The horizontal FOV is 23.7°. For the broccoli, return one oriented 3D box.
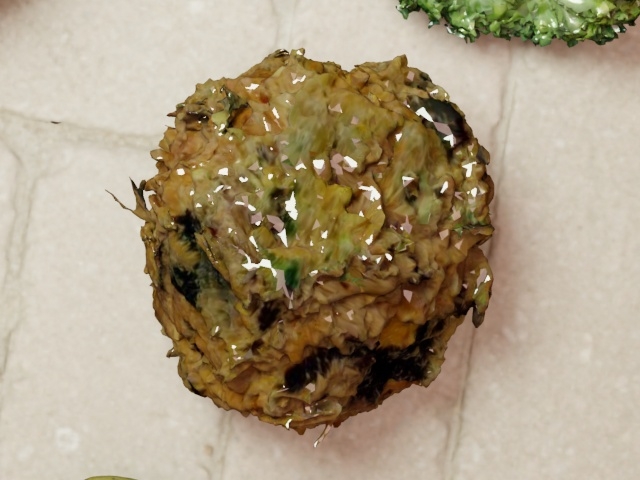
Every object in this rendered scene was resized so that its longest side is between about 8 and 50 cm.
[{"bbox_3d":[0.132,-0.220,1.033,0.219,0.194,0.194,40,90,3],"label":"broccoli"}]

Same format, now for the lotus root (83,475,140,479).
[{"bbox_3d":[-0.090,0.271,1.066,0.278,0.154,0.154,33,90,-8],"label":"lotus root"}]

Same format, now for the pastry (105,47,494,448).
[{"bbox_3d":[0.000,0.000,1.033,0.274,0.193,0.275,0,90,-2],"label":"pastry"}]
